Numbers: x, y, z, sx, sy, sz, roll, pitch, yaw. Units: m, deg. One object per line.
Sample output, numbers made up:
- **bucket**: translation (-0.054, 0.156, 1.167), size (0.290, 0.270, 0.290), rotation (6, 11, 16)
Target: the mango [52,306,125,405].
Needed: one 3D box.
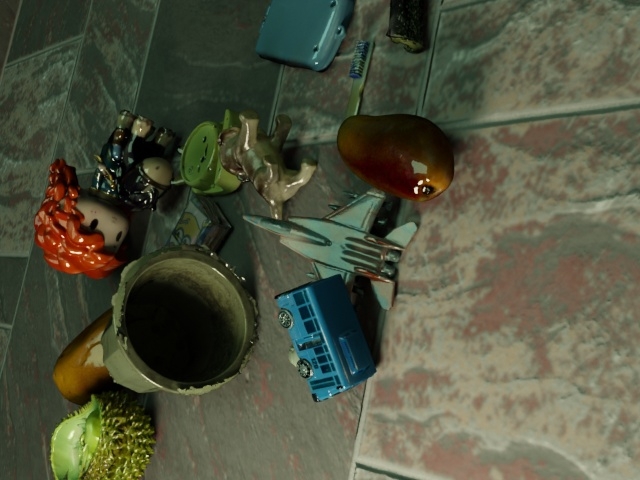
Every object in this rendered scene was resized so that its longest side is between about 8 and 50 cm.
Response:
- **mango**: translation (-0.465, 0.254, 2.081), size (0.287, 0.152, 0.201), rotation (-40, 14, 21)

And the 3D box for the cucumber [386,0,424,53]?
- **cucumber**: translation (0.152, -0.439, 1.655), size (0.067, 0.067, 0.245), rotation (-18, 60, 47)

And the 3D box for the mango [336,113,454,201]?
- **mango**: translation (0.124, -0.140, 1.521), size (0.267, 0.111, 0.133), rotation (32, 99, 50)

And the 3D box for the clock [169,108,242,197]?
- **clock**: translation (-0.241, -0.176, 2.037), size (0.232, 0.069, 0.170), rotation (-12, 66, 49)

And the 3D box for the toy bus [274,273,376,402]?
- **toy bus**: translation (0.011, 0.154, 1.510), size (0.106, 0.090, 0.184), rotation (-21, 89, 43)

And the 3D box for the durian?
- **durian**: translation (-0.443, 0.425, 1.964), size (0.237, 0.176, 0.200), rotation (-47, 34, 22)

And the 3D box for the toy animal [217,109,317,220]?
- **toy animal**: translation (-0.110, -0.159, 1.833), size (0.233, 0.121, 0.168), rotation (53, 135, 37)

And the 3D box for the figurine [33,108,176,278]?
- **figurine**: translation (-0.488, -0.110, 2.219), size (0.412, 0.241, 0.306), rotation (-42, 61, 13)

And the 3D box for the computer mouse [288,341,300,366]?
- **computer mouse**: translation (-0.030, 0.196, 1.648), size (0.110, 0.032, 0.056), rotation (18, 89, 53)

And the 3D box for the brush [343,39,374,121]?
- **brush**: translation (0.063, -0.281, 1.728), size (0.033, 0.030, 0.178), rotation (6, 80, 43)

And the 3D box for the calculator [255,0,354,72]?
- **calculator**: translation (-0.035, -0.428, 1.893), size (0.293, 0.051, 0.173), rotation (26, 95, 52)

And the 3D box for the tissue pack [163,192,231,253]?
- **tissue pack**: translation (-0.261, -0.003, 1.997), size (0.155, 0.065, 0.115), rotation (-57, 39, 19)

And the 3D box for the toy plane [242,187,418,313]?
- **toy plane**: translation (0.004, 0.001, 1.603), size (0.326, 0.104, 0.223), rotation (18, 89, 38)

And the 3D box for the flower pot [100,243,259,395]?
- **flower pot**: translation (-0.291, 0.176, 1.827), size (0.259, 0.290, 0.290), rotation (-36, 49, 56)
